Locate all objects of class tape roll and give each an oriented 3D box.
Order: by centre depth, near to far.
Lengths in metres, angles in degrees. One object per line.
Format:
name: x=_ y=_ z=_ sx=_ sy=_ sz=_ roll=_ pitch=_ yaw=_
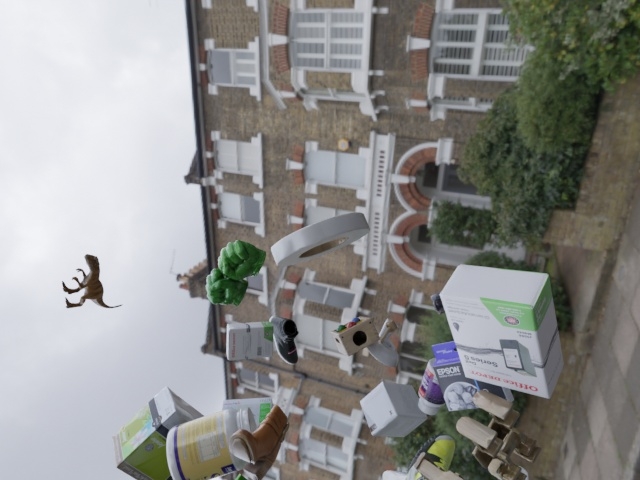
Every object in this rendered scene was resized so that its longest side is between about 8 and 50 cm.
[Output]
tape roll: x=0.000 y=0.000 z=1.779 sx=0.072 sy=0.392 sz=0.392 roll=69 pitch=-162 yaw=9

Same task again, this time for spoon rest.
spoon rest: x=0.236 y=0.386 z=1.711 sx=0.084 sy=0.137 sz=0.276 roll=-58 pitch=-6 yaw=20

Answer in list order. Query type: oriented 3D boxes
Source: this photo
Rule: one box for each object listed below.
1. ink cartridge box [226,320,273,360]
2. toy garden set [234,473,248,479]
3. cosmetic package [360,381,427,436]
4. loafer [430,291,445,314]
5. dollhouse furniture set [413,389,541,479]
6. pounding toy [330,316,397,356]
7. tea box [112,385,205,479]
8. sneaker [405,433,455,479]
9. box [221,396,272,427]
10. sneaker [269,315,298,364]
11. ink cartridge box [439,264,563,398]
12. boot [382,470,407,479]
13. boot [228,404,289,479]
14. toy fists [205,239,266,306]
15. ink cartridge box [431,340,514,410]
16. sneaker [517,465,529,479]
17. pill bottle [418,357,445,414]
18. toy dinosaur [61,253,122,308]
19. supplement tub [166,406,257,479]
ink cartridge box: x=-0.346 y=0.487 z=2.244 sx=0.092 sy=0.219 sz=0.160 roll=-153 pitch=65 yaw=-69
toy garden set: x=-0.244 y=0.898 z=1.472 sx=0.244 sy=0.049 sz=0.204 roll=49 pitch=-118 yaw=-20
cosmetic package: x=0.288 y=0.671 z=1.825 sx=0.183 sy=0.151 sz=0.151 roll=21 pitch=-58 yaw=-35
loafer: x=0.640 y=0.246 z=2.014 sx=0.109 sy=0.302 sz=0.095 roll=-4 pitch=-103 yaw=-70
dollhouse furniture set: x=0.368 y=0.500 z=1.097 sx=0.242 sy=0.161 sz=0.212 roll=-49 pitch=-59 yaw=-19
pounding toy: x=0.157 y=0.306 z=1.581 sx=0.094 sy=0.206 sz=0.181 roll=65 pitch=167 yaw=1
tea box: x=-0.688 y=0.906 z=2.070 sx=0.323 sy=0.220 sz=0.329 roll=-43 pitch=-59 yaw=-12
sneaker: x=0.348 y=0.791 z=1.464 sx=0.384 sy=0.147 sz=0.145 roll=-40 pitch=-60 yaw=-37
box: x=-0.374 y=0.935 z=2.351 sx=0.231 sy=0.261 sz=0.127 roll=-97 pitch=5 yaw=-63
sneaker: x=-0.169 y=0.543 z=2.474 sx=0.104 sy=0.147 sz=0.296 roll=-29 pitch=-78 yaw=-37
ink cartridge box: x=0.407 y=0.200 z=1.024 sx=0.115 sy=0.198 sz=0.273 roll=-46 pitch=-56 yaw=-35
boot: x=0.341 y=0.970 z=1.867 sx=0.086 sy=0.190 sz=0.069 roll=7 pitch=-108 yaw=-32
boot: x=-0.190 y=0.653 z=1.557 sx=0.220 sy=0.109 sz=0.283 roll=-53 pitch=-41 yaw=-40
toy fists: x=-0.308 y=0.120 z=1.611 sx=0.279 sy=0.142 sz=0.096 roll=-57 pitch=22 yaw=28
ink cartridge box: x=0.455 y=0.411 z=1.420 sx=0.045 sy=0.206 sz=0.208 roll=-11 pitch=-102 yaw=-49
sneaker: x=0.646 y=0.952 z=1.601 sx=0.292 sy=0.108 sz=0.169 roll=-42 pitch=-53 yaw=-21
pill bottle: x=0.425 y=0.543 z=1.702 sx=0.108 sy=0.108 sz=0.194 roll=-36 pitch=-38 yaw=-62
toy dinosaur: x=-0.537 y=0.125 z=1.083 sx=0.112 sy=0.064 sz=0.212 roll=-13 pitch=-40 yaw=-22
supplement tub: x=-0.427 y=0.829 z=1.868 sx=0.241 sy=0.331 sz=0.241 roll=164 pitch=90 yaw=-85
